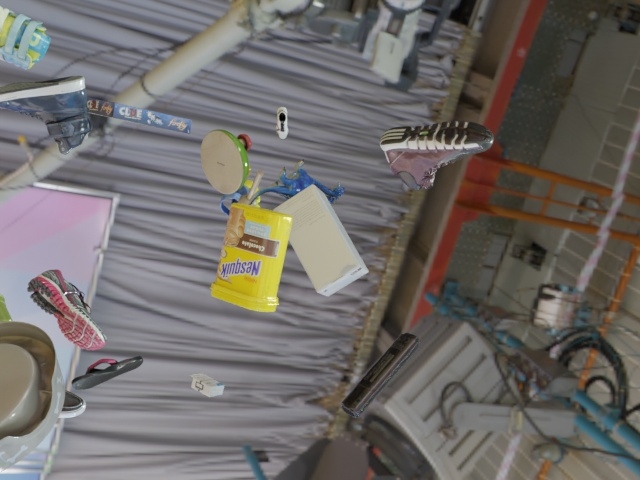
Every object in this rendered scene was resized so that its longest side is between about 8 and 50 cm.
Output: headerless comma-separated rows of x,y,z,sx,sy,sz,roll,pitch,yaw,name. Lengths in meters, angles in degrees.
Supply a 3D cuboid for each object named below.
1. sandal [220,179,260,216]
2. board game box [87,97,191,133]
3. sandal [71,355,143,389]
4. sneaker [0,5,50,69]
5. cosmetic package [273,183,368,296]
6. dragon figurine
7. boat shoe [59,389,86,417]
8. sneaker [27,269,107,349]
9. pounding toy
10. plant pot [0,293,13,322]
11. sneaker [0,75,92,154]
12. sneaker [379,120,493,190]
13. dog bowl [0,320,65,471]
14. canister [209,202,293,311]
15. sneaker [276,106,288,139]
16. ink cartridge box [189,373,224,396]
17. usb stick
-0.241,-0.047,2.624,0.126,0.138,0.317,-33,-104,32,sandal
-0.502,-0.344,2.214,0.165,0.243,0.042,18,-82,45,board game box
-0.475,0.284,1.768,0.067,0.179,0.040,-44,-108,39,sandal
-0.699,-0.476,1.714,0.319,0.208,0.127,75,34,-80,sneaker
0.000,0.000,1.817,0.117,0.085,0.231,-32,-109,11,cosmetic package
-0.051,-0.119,2.068,0.144,0.289,0.085,47,-53,10,dragon figurine
-0.753,0.416,2.183,0.080,0.228,0.076,-71,177,-50,boat shoe
-0.766,0.211,2.491,0.121,0.299,0.112,-37,-176,34,sneaker
-0.223,-0.213,2.252,0.237,0.110,0.183,47,-45,21,pounding toy
-0.739,0.176,1.820,0.079,0.083,0.083,42,-56,28,plant pot
-0.610,-0.262,1.742,0.086,0.226,0.163,-90,175,-64,sneaker
0.295,-0.201,1.977,0.106,0.281,0.162,-57,141,-44,sneaker
-0.679,0.325,1.611,0.349,0.349,0.102,-116,-173,-49,dog bowl
-0.120,0.027,1.409,0.126,0.073,0.170,15,-85,34,canister
-0.127,-0.380,2.627,0.044,0.040,0.109,-94,-179,-63,sneaker
-0.286,0.359,1.995,0.083,0.048,0.028,19,-82,37,ink cartridge box
0.161,0.356,2.135,0.278,0.045,0.077,-46,-152,-20,usb stick
